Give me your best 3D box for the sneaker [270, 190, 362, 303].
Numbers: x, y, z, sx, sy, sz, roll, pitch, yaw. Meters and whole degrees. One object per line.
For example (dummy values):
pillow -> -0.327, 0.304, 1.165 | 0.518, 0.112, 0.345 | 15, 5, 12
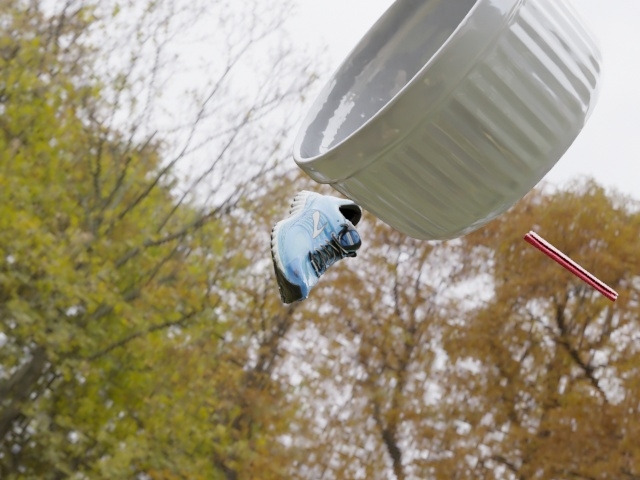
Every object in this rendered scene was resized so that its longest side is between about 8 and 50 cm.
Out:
sneaker -> 0.000, 0.000, 1.055 | 0.073, 0.162, 0.063 | -1, -57, 16

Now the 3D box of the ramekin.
ramekin -> 0.088, -0.096, 0.739 | 0.109, 0.207, 0.207 | 39, -45, -15

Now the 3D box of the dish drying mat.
dish drying mat -> 0.194, 0.019, 0.871 | 0.083, 0.032, 0.008 | 36, -79, 11
